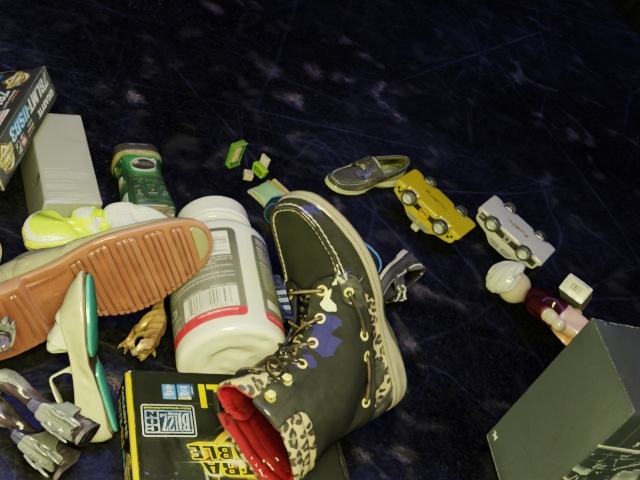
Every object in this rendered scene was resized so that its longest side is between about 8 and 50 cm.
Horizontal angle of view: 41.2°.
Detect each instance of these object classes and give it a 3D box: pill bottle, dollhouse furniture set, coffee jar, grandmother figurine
[{"bbox_3d":[-0.163,0.078,1.410,0.176,0.176,0.318,8,43,-22],"label":"pill bottle"},{"bbox_3d":[-0.127,-0.139,1.763,0.152,0.058,0.076,43,42,19],"label":"dollhouse furniture set"},{"bbox_3d":[-0.334,-0.103,1.590,0.096,0.079,0.184,0,47,-26],"label":"coffee jar"},{"bbox_3d":[0.489,0.159,1.755,0.342,0.104,0.208,38,5,19],"label":"grandmother figurine"}]

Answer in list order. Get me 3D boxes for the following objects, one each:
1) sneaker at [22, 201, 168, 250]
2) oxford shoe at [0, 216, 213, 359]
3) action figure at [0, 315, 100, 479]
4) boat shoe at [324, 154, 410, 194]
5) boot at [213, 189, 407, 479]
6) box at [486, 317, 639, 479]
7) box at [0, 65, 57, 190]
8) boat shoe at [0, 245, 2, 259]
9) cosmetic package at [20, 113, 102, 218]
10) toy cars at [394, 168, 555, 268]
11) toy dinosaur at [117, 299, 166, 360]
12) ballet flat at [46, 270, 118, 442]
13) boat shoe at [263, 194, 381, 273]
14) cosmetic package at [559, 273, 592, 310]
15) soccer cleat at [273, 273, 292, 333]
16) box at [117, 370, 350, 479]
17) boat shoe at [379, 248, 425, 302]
[{"bbox_3d":[-0.364,0.005,1.405,0.240,0.126,0.091,3,52,-16],"label":"sneaker"},{"bbox_3d":[-0.362,0.039,1.287,0.397,0.140,0.146,-19,34,-14],"label":"oxford shoe"},{"bbox_3d":[-0.434,0.199,1.139,0.285,0.185,0.099,34,9,3],"label":"action figure"},{"bbox_3d":[0.108,-0.157,1.903,0.224,0.073,0.080,-10,52,-37],"label":"boat shoe"},{"bbox_3d":[-0.033,0.144,1.222,0.284,0.138,0.377,-36,112,-43],"label":"boot"},{"bbox_3d":[0.502,0.317,1.389,0.313,0.343,0.178,11,42,-18],"label":"box"},{"bbox_3d":[-0.620,-0.173,1.407,0.294,0.073,0.295,-6,40,7],"label":"box"},{"bbox_3d":[-0.621,0.040,1.245,0.122,0.110,0.341,43,42,19],"label":"boat shoe"},{"bbox_3d":[-0.457,-0.104,1.486,0.107,0.127,0.238,-2,45,-30],"label":"cosmetic package"},{"bbox_3d":[0.331,-0.032,1.889,0.394,0.087,0.176,17,45,-18],"label":"toy cars"},{"bbox_3d":[-0.261,0.127,1.344,0.064,0.112,0.211,29,28,-20],"label":"toy dinosaur"},{"bbox_3d":[-0.344,0.168,1.198,0.086,0.248,0.086,-8,7,1],"label":"ballet flat"},{"bbox_3d":[0.000,0.000,1.646,0.258,0.109,0.089,28,42,5],"label":"boat shoe"},{"bbox_3d":[0.548,0.113,1.827,0.060,0.041,0.115,40,1,20],"label":"cosmetic package"},{"bbox_3d":[-0.074,0.117,1.511,0.179,0.060,0.072,42,42,13],"label":"soccer cleat"},{"bbox_3d":[-0.125,0.318,1.246,0.322,0.079,0.257,6,41,-23],"label":"box"},{"bbox_3d":[0.149,0.083,1.662,0.065,0.075,0.206,32,34,10],"label":"boat shoe"}]
